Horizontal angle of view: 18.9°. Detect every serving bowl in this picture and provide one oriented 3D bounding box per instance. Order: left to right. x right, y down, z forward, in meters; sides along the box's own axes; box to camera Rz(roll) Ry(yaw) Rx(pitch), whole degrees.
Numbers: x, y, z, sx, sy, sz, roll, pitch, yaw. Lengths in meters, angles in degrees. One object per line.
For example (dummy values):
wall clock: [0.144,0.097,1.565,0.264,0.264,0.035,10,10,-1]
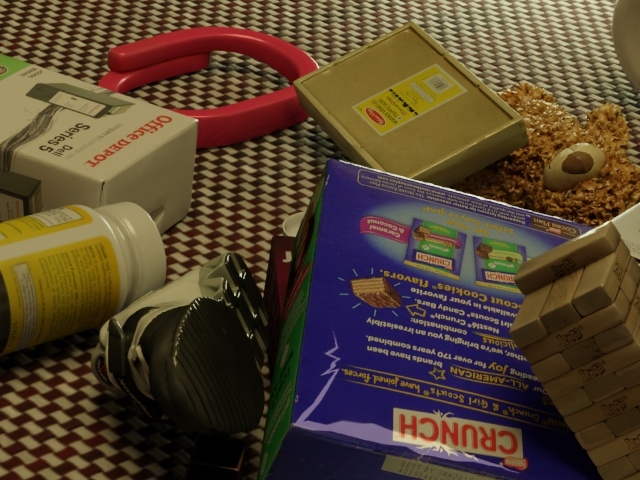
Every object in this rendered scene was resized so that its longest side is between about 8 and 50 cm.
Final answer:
serving bowl: [0.000,0.000,2.010,0.083,0.027,0.083,6,28,-3]

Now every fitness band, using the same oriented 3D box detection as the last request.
fitness band: [-0.134,-0.182,2.300,0.209,0.054,0.291,32,38,34]

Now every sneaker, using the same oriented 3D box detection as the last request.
sneaker: [-0.131,0.109,1.662,0.146,0.122,0.330,-22,8,7]

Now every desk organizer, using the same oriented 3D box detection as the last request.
desk organizer: [-0.092,0.214,1.562,0.047,0.050,0.130,9,28,3]

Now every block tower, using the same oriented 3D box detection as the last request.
block tower: [0.271,0.155,1.517,0.091,0.335,0.097,-28,13,28]

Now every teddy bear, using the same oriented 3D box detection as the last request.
teddy bear: [0.246,-0.099,2.173,0.245,0.113,0.338,2,28,-6]

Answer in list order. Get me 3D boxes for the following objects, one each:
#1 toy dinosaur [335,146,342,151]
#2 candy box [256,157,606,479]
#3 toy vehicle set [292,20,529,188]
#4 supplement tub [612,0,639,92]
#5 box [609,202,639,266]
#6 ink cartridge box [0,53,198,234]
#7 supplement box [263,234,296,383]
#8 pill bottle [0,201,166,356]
toy dinosaur: [0.062,-0.131,2.266,0.093,0.053,0.183,27,38,4]
candy box: [0.101,0.103,1.633,0.268,0.122,0.317,15,43,-6]
toy vehicle set: [0.097,-0.145,2.163,0.166,0.035,0.267,-27,39,-10]
supplement tub: [0.535,-0.305,2.503,0.228,0.228,0.316,20,30,22]
box: [0.413,0.058,1.901,0.262,0.126,0.231,25,33,29]
ink cartridge box: [-0.291,-0.085,2.003,0.273,0.114,0.198,18,30,19]
supplement box: [0.004,0.076,1.813,0.104,0.080,0.188,4,28,-7]
pill bottle: [-0.254,0.033,1.788,0.209,0.119,0.119,-16,36,-38]
